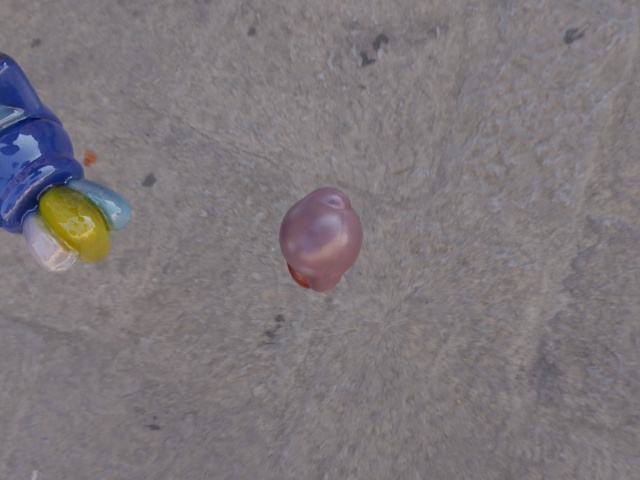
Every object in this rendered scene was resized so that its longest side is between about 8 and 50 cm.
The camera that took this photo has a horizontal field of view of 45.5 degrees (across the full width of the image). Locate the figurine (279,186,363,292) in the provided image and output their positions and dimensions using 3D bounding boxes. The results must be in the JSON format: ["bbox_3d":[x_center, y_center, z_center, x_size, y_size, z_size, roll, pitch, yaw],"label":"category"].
[{"bbox_3d":[0.000,0.000,0.608,0.067,0.071,0.083,-3,89,-28],"label":"figurine"}]

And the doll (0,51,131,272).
[{"bbox_3d":[-0.392,-0.062,0.785,0.365,0.187,0.376,-17,85,-7],"label":"doll"}]
